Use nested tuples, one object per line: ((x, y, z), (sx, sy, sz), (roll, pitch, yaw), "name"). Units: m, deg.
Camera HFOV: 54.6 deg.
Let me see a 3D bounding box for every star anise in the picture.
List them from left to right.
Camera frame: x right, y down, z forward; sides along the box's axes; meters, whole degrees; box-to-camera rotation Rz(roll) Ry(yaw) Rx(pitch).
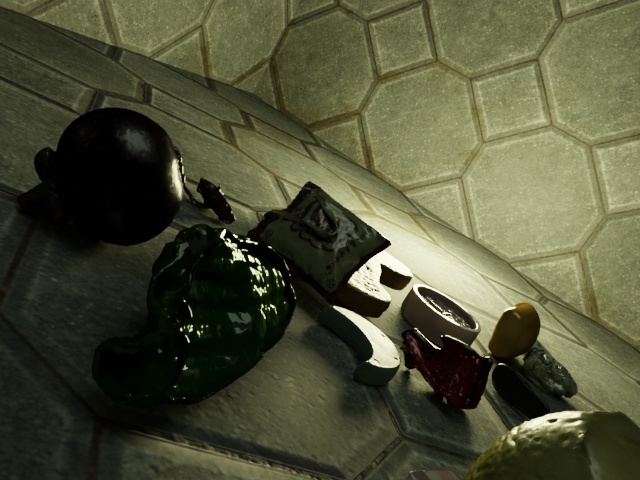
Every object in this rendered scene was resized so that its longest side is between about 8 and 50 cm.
((-0.265, -0.105, 1.434), (0.190, 0.070, 0.097), (41, -9, 37), "star anise")

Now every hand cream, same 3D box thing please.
((0.649, 0.334, 1.799), (0.174, 0.047, 0.076), (40, 15, 1), "hand cream")

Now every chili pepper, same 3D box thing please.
((-0.163, 0.087, 0.822), (0.167, 0.213, 0.385), (-10, 3, 14), "chili pepper")

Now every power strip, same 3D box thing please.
((0.076, 0.192, 1.167), (0.137, 0.044, 0.216), (21, 19, -31), "power strip")

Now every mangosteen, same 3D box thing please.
((-0.354, -0.096, 1.007), (0.265, 0.228, 0.228), (-15, 32, -13), "mangosteen")

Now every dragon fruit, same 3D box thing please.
((0.226, 0.237, 1.186), (0.092, 0.122, 0.192), (-12, 45, -46), "dragon fruit")

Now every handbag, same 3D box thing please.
((0.000, 0.000, 1.282), (0.235, 0.127, 0.213), (36, 59, 20), "handbag")

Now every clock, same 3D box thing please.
((0.295, 0.191, 1.531), (0.196, 0.068, 0.197), (29, 15, -9), "clock")

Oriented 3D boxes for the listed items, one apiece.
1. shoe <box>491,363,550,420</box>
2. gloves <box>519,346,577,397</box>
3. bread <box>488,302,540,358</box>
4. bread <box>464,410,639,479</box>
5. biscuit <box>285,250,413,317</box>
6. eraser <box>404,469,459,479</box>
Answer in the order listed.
((0.441, 0.340, 1.362), (0.053, 0.062, 0.159), (34, 9, -44), "shoe")
((0.592, 0.344, 1.593), (0.153, 0.070, 0.114), (43, 20, 12), "gloves")
((0.523, 0.241, 1.641), (0.098, 0.147, 0.217), (22, 15, 26), "bread")
((0.335, 0.367, 0.778), (0.320, 0.237, 0.320), (30, 30, -19), "bread")
((0.045, 0.052, 1.506), (0.368, 0.076, 0.394), (31, 18, 2), "biscuit")
((0.165, 0.353, 0.865), (0.105, 0.026, 0.065), (17, 23, -40), "eraser")
